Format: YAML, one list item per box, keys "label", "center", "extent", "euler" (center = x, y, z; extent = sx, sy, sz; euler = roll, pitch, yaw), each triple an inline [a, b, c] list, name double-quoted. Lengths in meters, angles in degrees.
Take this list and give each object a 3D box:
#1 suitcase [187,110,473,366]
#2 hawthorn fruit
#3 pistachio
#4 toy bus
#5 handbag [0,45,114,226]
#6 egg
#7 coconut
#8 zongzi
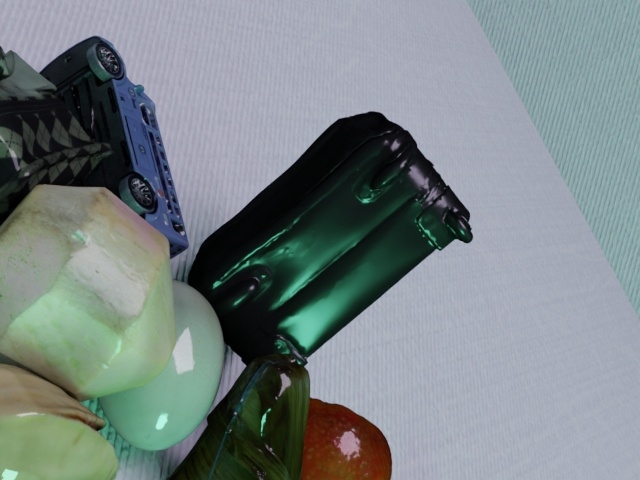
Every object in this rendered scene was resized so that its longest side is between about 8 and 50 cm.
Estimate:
- label: "suitcase"
  center: [0.000, 0.000, 1.846]
  extent: [0.188, 0.345, 0.339]
  euler: [48, 1, -12]
- label: "hawthorn fruit"
  center: [-0.017, 0.303, 1.752]
  extent: [0.196, 0.197, 0.225]
  euler: [36, 58, -38]
- label: "pistachio"
  center: [-0.286, 0.200, 1.408]
  extent: [0.229, 0.157, 0.157]
  euler: [33, 34, -60]
- label: "toy bus"
  center: [-0.262, -0.105, 1.811]
  extent: [0.133, 0.125, 0.292]
  euler: [23, 43, -54]
- label: "handbag"
  center: [-0.431, -0.210, 1.606]
  extent: [0.416, 0.180, 0.317]
  euler: [52, 18, -1]
- label: "egg"
  center: [-0.186, 0.141, 1.646]
  extent: [0.151, 0.151, 0.209]
  euler: [37, 43, -37]
- label: "coconut"
  center: [-0.243, 0.056, 1.497]
  extent: [0.237, 0.197, 0.236]
  euler: [30, 36, -24]
- label: "zongzi"
  center: [-0.045, 0.268, 1.603]
  extent: [0.112, 0.221, 0.242]
  euler: [8, 28, -48]
